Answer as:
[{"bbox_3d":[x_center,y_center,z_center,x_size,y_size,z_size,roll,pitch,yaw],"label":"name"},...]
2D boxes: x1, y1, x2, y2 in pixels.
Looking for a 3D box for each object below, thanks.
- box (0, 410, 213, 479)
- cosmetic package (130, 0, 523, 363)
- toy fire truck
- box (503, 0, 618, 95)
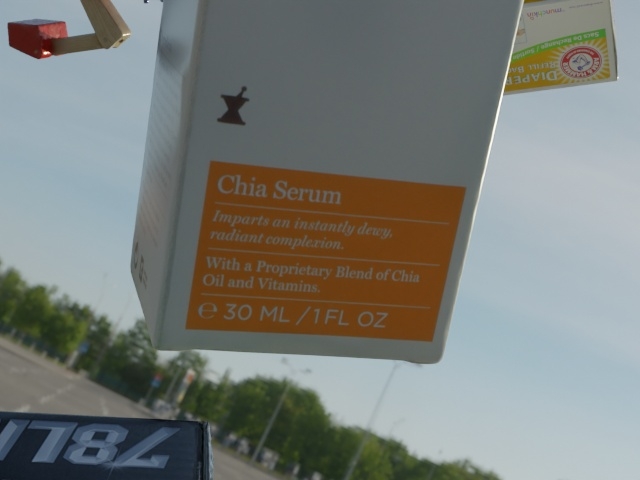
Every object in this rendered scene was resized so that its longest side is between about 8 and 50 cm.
[{"bbox_3d":[-0.200,0.196,0.441,0.296,0.293,0.073,4,33,-8],"label":"box"},{"bbox_3d":[0.007,-0.149,0.768,0.230,0.453,0.161,4,17,-18],"label":"cosmetic package"},{"bbox_3d":[-0.215,-0.237,1.027,0.192,0.135,0.047,13,20,23],"label":"toy fire truck"},{"bbox_3d":[0.191,-0.220,1.062,0.203,0.114,0.103,-6,-45,16],"label":"box"}]
